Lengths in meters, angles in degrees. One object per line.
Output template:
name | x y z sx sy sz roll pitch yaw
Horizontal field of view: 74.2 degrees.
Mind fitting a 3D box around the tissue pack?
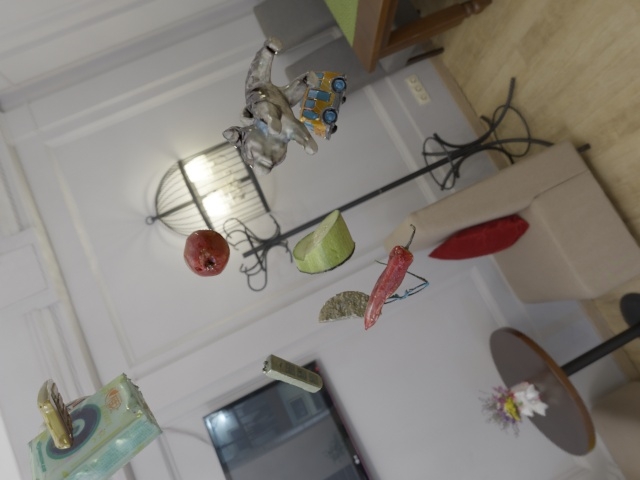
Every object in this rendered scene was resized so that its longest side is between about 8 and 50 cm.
tissue pack | -0.799 0.703 1.496 0.287 0.388 0.162 27 147 46

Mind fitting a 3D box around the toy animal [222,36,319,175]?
toy animal | -0.150 -0.323 1.181 0.303 0.194 0.344 -27 52 46

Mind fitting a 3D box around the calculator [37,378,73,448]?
calculator | -0.645 0.420 1.033 0.236 0.033 0.157 -11 102 62

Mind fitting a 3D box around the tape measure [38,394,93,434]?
tape measure | -1.011 0.772 1.786 0.258 0.265 0.130 -37 -60 -52

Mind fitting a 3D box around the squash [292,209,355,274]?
squash | -0.005 0.010 1.377 0.133 0.220 0.220 59 176 -25

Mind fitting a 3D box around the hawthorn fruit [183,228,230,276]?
hawthorn fruit | -0.453 0.063 1.706 0.196 0.196 0.225 68 171 -29

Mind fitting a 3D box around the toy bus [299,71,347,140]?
toy bus | 0.005 -0.443 1.378 0.126 0.136 0.209 54 -128 -86

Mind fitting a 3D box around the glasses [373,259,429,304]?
glasses | 0.305 0.162 1.717 0.102 0.239 0.207 -90 -24 -77

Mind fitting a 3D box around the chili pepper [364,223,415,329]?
chili pepper | 0.153 0.087 0.953 0.059 0.268 0.050 34 -169 38

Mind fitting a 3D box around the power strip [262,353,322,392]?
power strip | -0.104 0.540 1.694 0.286 0.048 0.080 32 -150 -25

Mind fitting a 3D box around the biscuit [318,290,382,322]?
biscuit | 0.111 0.257 1.677 0.032 0.250 0.133 77 -173 -50
